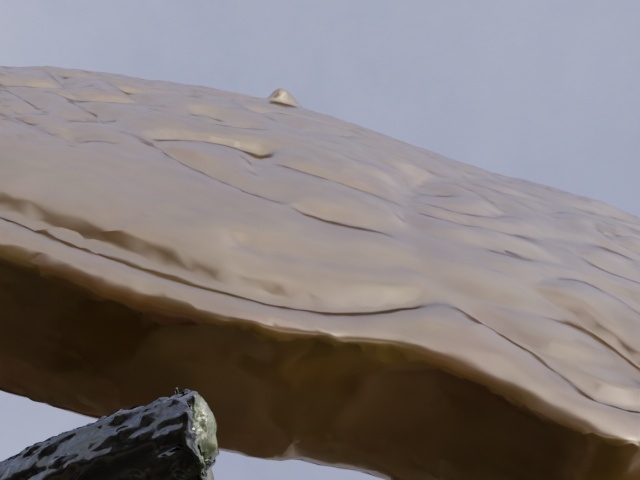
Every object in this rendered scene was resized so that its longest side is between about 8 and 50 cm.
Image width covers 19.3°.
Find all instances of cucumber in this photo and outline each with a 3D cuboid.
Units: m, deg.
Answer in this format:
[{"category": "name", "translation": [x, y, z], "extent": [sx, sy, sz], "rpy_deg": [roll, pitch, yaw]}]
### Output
[{"category": "cucumber", "translation": [-0.074, 0.067, 0.409], "extent": [0.135, 0.034, 0.033], "rpy_deg": [-26, -134, 20]}]

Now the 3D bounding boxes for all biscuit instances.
[{"category": "biscuit", "translation": [0.001, -0.002, 0.673], "extent": [0.365, 0.385, 0.062], "rpy_deg": [18, -78, 6]}]
